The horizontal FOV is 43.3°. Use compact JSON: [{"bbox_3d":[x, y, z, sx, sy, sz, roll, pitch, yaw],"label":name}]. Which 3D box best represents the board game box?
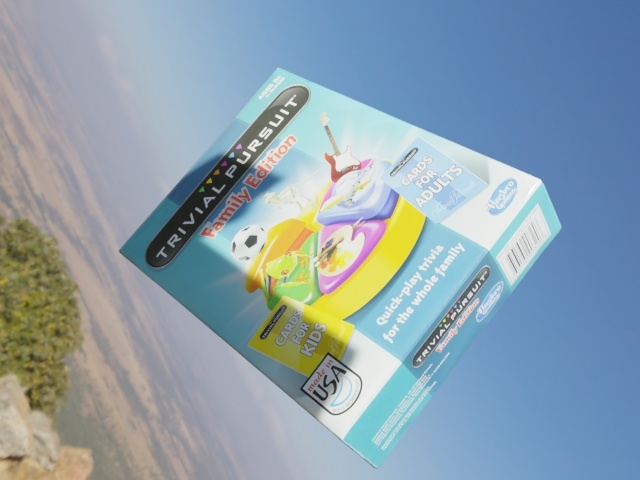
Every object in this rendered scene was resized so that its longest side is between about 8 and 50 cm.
[{"bbox_3d":[0.000,0.000,0.737,0.336,0.254,0.079,31,-12,40],"label":"board game box"}]
